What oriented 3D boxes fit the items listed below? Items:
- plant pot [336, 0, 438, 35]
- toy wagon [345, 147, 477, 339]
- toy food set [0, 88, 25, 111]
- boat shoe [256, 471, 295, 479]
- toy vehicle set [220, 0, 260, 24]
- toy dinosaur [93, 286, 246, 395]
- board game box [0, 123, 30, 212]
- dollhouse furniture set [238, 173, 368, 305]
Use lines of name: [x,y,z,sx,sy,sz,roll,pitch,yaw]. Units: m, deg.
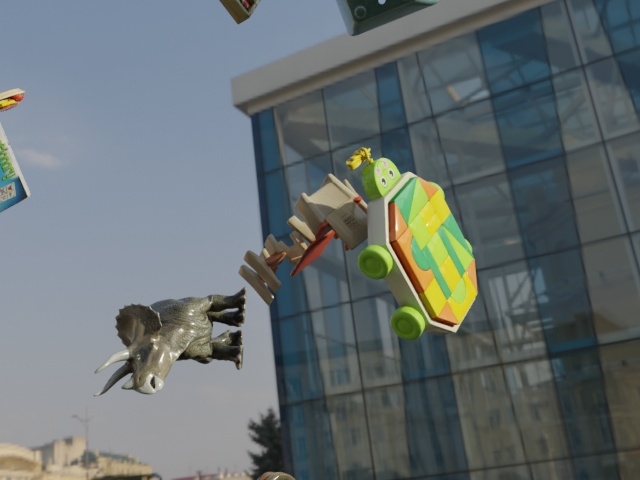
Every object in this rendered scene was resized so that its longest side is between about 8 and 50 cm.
plant pot: [0.128,-0.600,1.639,0.247,0.247,0.252,-18,22,16]
toy wagon: [0.155,-0.008,1.256,0.068,0.345,0.267,-18,18,38]
toy food set: [-0.434,-0.181,0.981,0.083,0.020,0.082,-5,22,45]
boat shoe: [-0.134,0.493,1.117,0.110,0.307,0.104,35,-19,-35]
toy vehicle set: [-0.229,-0.633,1.641,0.035,0.166,0.267,-21,-55,32]
toy dinosaur: [-0.175,0.112,0.927,0.160,0.121,0.313,4,-1,-7]
board game box: [-0.481,-0.089,0.903,0.193,0.053,0.305,-34,-12,-22]
dollhouse furniture set: [0.000,0.000,1.400,0.262,0.135,0.259,-37,-9,-27]
